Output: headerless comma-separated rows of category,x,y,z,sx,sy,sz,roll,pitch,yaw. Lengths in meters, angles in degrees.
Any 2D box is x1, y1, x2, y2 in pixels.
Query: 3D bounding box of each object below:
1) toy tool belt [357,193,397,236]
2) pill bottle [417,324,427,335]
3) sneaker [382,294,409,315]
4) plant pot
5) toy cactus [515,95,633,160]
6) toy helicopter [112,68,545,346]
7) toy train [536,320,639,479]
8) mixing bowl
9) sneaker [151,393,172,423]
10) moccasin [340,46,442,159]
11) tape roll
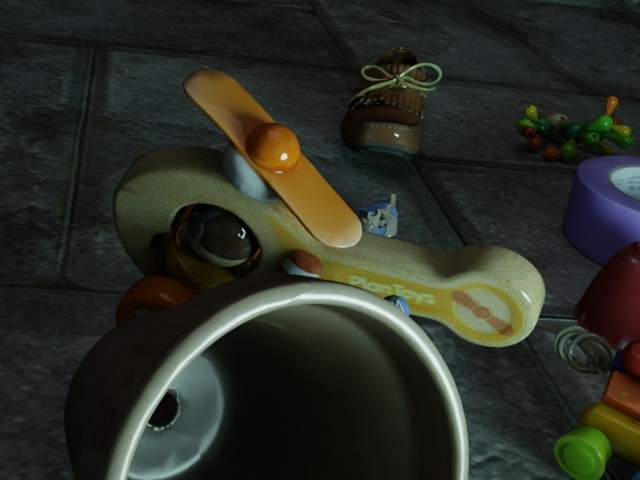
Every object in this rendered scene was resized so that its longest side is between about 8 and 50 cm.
toy tool belt,0.067,-0.030,1.365,0.052,0.051,0.083,26,29,34
pill bottle,0.040,0.134,0.920,0.103,0.103,0.184,15,25,14
sneaker,0.062,0.100,0.793,0.052,0.135,0.058,8,33,39
plant pot,-0.071,0.141,0.733,0.263,0.263,0.229,-7,11,-33
toy cactus,0.419,-0.197,1.831,0.219,0.112,0.180,-7,17,-14
toy helicopter,0.000,0.000,0.844,0.355,0.235,0.140,12,41,15
toy train,0.256,0.161,0.961,0.248,0.105,0.143,27,42,35
mixing bowl,0.392,0.059,1.226,0.181,0.098,0.181,8,23,-3
sneaker,-0.087,0.109,0.952,0.069,0.084,0.185,17,24,19
moccasin,0.117,-0.228,1.710,0.139,0.147,0.380,13,24,8
tape roll,0.476,-0.028,1.463,0.274,0.090,0.275,7,24,-3
